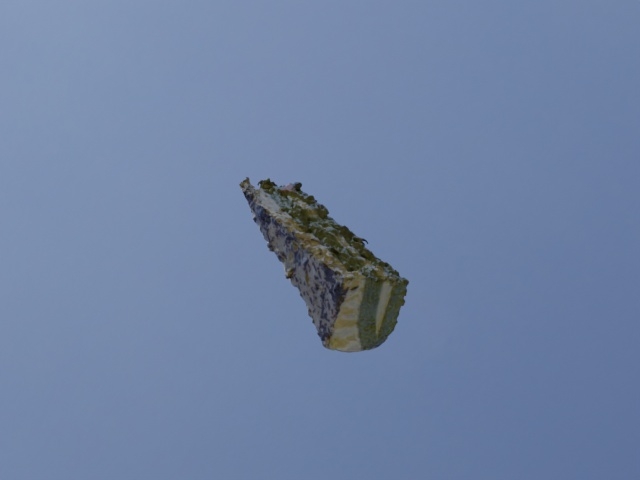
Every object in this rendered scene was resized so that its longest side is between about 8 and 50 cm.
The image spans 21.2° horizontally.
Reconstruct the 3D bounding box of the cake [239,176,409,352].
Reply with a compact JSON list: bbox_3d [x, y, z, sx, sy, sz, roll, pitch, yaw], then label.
[{"bbox_3d":[0.000,0.000,1.022,0.051,0.055,0.140,-5,-132,-34],"label":"cake"}]
